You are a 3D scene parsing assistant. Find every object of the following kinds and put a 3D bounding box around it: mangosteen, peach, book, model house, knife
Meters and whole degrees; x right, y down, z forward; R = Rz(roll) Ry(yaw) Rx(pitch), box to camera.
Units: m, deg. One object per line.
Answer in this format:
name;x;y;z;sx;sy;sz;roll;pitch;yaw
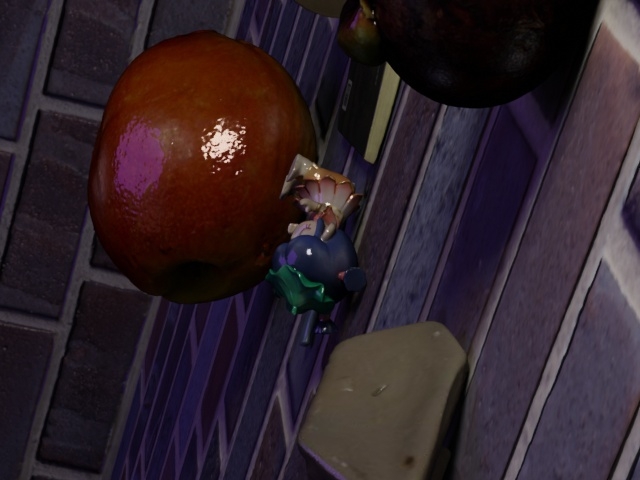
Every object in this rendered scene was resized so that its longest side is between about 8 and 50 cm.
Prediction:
mangosteen;0.108;-0.219;1.400;0.216;0.216;0.216;-167;90;-79
peach;-0.159;-0.105;2.404;0.372;0.289;0.373;-172;90;-73
book;0.059;-0.187;2.096;0.228;0.024;0.160;-122;46;-75
model house;0.045;0.193;1.489;0.229;0.122;0.188;-68;-13;-51
knife;0.008;0.029;2.126;0.028;0.015;0.210;-99;25;-80

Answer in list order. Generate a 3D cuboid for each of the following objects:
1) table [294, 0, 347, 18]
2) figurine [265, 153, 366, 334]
table;0.030;-0.379;2.182;0.227;0.167;0.167;-80;7;-69
figurine;0.000;0.000;1.994;0.111;0.102;0.195;113;169;-55
